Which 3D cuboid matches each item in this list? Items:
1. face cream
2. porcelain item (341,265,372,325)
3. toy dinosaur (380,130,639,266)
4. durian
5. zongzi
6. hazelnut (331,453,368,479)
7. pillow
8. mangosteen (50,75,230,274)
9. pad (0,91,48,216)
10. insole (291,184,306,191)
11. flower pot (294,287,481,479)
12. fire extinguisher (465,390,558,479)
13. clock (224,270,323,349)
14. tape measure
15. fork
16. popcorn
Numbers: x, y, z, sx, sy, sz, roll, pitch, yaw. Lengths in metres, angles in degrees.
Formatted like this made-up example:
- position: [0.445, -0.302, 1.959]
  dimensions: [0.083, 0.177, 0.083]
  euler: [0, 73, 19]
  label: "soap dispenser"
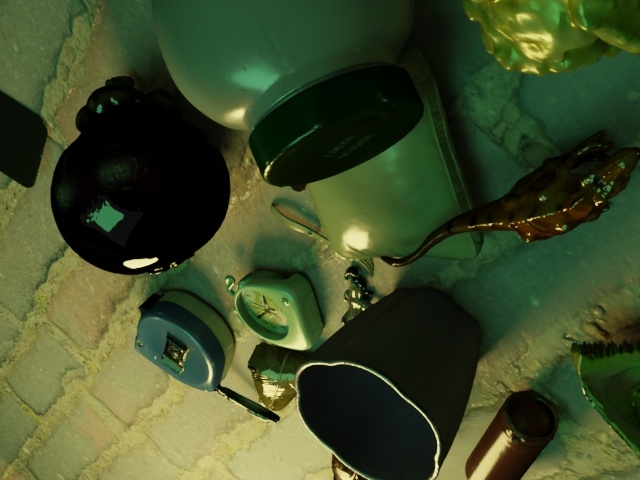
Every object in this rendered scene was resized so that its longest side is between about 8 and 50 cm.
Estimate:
- position: [-0.040, -0.267, 1.138]
  dimensions: [0.312, 0.219, 0.357]
  euler: [-25, 78, 10]
  label: "face cream"
- position: [0.074, 0.107, 1.608]
  dimensions: [0.075, 0.021, 0.136]
  euler: [24, 137, 22]
  label: "porcelain item"
- position: [0.273, -0.042, 1.183]
  dimensions: [0.097, 0.208, 0.432]
  euler: [62, 148, 3]
  label: "toy dinosaur"
- position: [0.463, 0.269, 1.316]
  dimensions: [0.356, 0.169, 0.157]
  euler: [51, 140, -2]
  label: "durian"
- position: [-0.042, 0.290, 1.836]
  dimensions: [0.178, 0.081, 0.189]
  euler: [10, 137, 21]
  label: "zongzi"
- position: [0.087, 0.400, 1.742]
  dimensions: [0.160, 0.170, 0.201]
  euler: [47, 130, -4]
  label: "hazelnut"
- position: [0.082, -0.109, 1.327]
  dimensions: [0.255, 0.120, 0.322]
  euler: [-2, 126, 33]
  label: "pillow"
- position: [-0.292, -0.098, 1.525]
  dimensions: [0.296, 0.297, 0.314]
  euler: [16, 123, 29]
  label: "mangosteen"
- position: [-0.668, -0.172, 1.946]
  dimensions: [0.250, 0.055, 0.323]
  euler: [32, 140, 13]
  label: "pad"
- position: [-0.041, -0.131, 1.504]
  dimensions: [0.045, 0.002, 0.135]
  euler: [17, 135, 26]
  label: "insole"
- position: [0.131, 0.214, 1.486]
  dimensions: [0.265, 0.243, 0.265]
  euler: [25, 138, 25]
  label: "flower pot"
- position: [0.313, 0.362, 1.588]
  dimensions: [0.104, 0.105, 0.269]
  euler: [31, 139, 14]
  label: "fire extinguisher"
- position: [-0.091, 0.118, 1.725]
  dimensions: [0.188, 0.060, 0.148]
  euler: [11, 132, 33]
  label: "clock"
- position: [-0.224, 0.246, 1.926]
  dimensions: [0.351, 0.098, 0.215]
  euler: [31, 140, 10]
  label: "tape measure"
- position: [0.004, -0.004, 1.571]
  dimensions: [0.219, 0.028, 0.034]
  euler: [30, 147, 21]
  label: "fork"
- position: [0.249, -0.282, 0.988]
  dimensions: [0.255, 0.195, 0.256]
  euler: [44, 160, 7]
  label: "popcorn"
